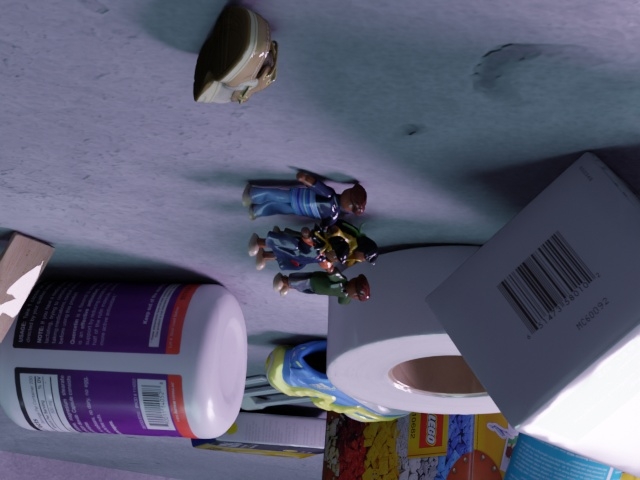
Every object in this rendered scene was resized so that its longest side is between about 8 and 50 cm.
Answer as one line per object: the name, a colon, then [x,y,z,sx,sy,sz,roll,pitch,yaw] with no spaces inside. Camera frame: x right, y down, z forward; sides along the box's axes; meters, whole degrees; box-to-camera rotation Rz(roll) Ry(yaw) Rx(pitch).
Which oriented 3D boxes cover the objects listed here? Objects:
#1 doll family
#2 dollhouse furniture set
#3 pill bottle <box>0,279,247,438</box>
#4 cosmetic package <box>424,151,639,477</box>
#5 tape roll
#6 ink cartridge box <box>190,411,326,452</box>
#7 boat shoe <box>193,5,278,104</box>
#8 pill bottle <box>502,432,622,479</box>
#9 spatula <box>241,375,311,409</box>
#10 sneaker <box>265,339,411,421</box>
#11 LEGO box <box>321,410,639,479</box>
doll family: [0.000,0.000,1.213,0.111,0.076,0.193,4,161,18]
dollhouse furniture set: [-0.408,0.008,1.419,0.151,0.123,0.144,36,-173,40]
pill bottle: [-0.259,0.138,1.549,0.322,0.182,0.181,1,163,12]
cosmetic package: [0.280,0.086,1.167,0.197,0.155,0.365,-45,143,15]
tape roll: [0.149,0.103,1.417,0.286,0.100,0.286,2,156,1]
ink cartridge box: [-0.147,0.358,2.422,0.307,0.072,0.303,5,168,-12]
boat shoe: [-0.051,-0.122,0.871,0.045,0.050,0.135,6,174,-17]
pill bottle: [0.328,0.300,1.741,0.146,0.264,0.146,18,-174,-2]
spatula: [-0.119,0.256,2.191,0.168,0.019,0.242,24,154,-36]
sneaker: [0.048,0.195,1.813,0.240,0.091,0.126,11,161,-19]
LEGO box: [0.309,0.346,2.066,0.500,0.193,0.372,15,160,-32]
